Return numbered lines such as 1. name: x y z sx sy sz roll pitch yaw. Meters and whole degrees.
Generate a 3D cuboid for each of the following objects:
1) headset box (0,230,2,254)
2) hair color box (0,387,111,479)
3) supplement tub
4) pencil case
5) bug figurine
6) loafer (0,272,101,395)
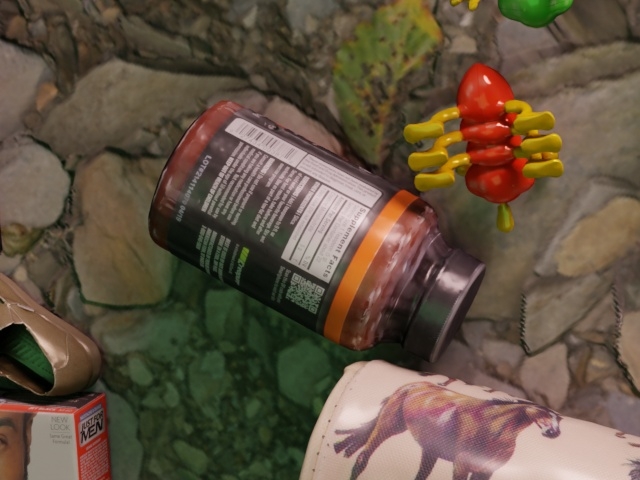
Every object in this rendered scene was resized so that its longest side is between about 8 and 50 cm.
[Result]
1. headset box: -0.357 -0.095 1.156 0.283 0.131 0.246 2 103 18
2. hair color box: -0.195 0.190 1.208 0.093 0.053 0.167 1 101 19
3. supplement tub: 0.000 0.000 1.072 0.198 0.106 0.106 28 109 10
4. pencil case: 0.185 0.211 1.028 0.410 0.160 0.184 17 117 15
5. bug figurine: 0.185 -0.109 0.987 0.279 0.072 0.216 -3 118 15
6. loafer: -0.220 0.060 1.188 0.148 0.050 0.056 25 109 12
